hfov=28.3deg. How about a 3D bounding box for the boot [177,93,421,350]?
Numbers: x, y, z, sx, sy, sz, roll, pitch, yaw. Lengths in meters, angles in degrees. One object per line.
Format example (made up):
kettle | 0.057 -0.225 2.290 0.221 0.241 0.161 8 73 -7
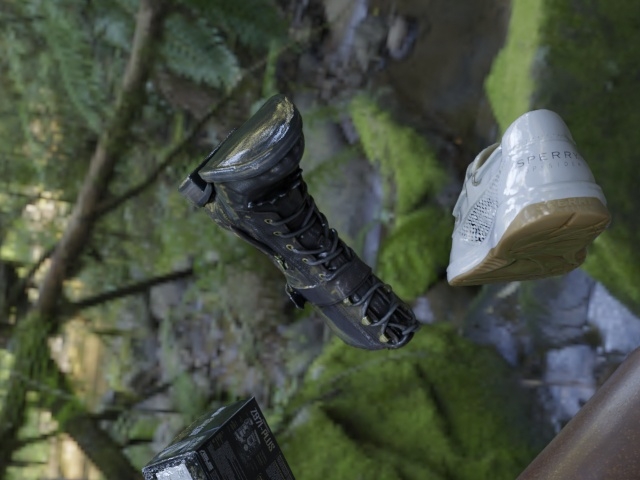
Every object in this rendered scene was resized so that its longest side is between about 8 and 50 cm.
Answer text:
boot | 0.000 0.000 1.052 0.091 0.229 0.263 -47 8 -14

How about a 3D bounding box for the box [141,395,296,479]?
box | -0.093 0.285 1.381 0.078 0.147 0.180 -23 97 28

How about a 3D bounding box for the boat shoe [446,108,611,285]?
boat shoe | 0.148 -0.027 0.941 0.277 0.098 0.096 111 151 -76

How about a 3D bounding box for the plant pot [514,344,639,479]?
plant pot | 0.128 0.136 0.486 0.165 0.167 0.167 -48 13 -22
